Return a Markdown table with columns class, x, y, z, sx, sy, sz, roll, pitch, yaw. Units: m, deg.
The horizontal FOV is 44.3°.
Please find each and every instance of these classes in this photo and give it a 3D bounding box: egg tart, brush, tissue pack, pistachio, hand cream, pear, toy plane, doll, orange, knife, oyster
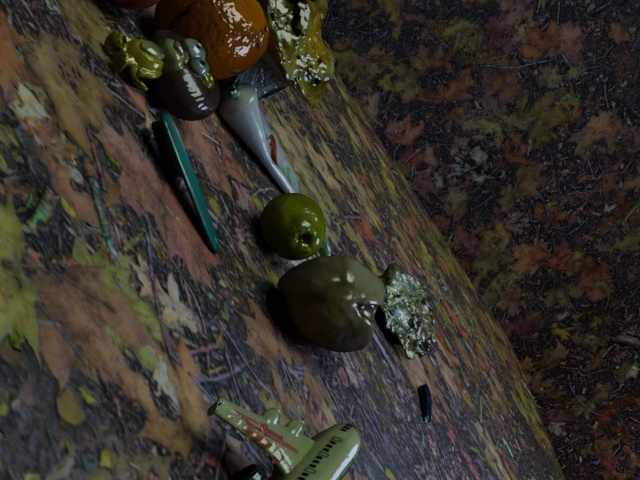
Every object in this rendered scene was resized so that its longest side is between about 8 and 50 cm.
| class | x | y | z | sx | sy | sz | roll | pitch | yaw |
| --- | --- | --- | --- | --- | --- | --- | --- | --- | --- |
| egg tart | -0.039 | -0.388 | 1.458 | 0.297 | 0.132 | 0.297 | -21 | 90 | -77 |
| brush | -0.177 | -0.071 | 1.022 | 0.043 | 0.032 | 0.193 | -46 | 117 | -80 |
| tissue pack | -0.170 | -0.415 | 1.545 | 0.201 | 0.124 | 0.271 | 48 | 17 | -42 |
| pistachio | 0.023 | 0.092 | 1.163 | 0.153 | 0.138 | 0.238 | 28 | -2 | 27 |
| hand cream | -0.097 | -0.171 | 1.456 | 0.336 | 0.076 | 0.121 | 56 | 14 | -43 |
| pear | -0.044 | -0.023 | 1.234 | 0.107 | 0.107 | 0.131 | 51 | 5 | -32 |
| toy plane | -0.020 | 0.241 | 0.762 | 0.242 | 0.104 | 0.256 | 57 | 14 | 1 |
| doll | -0.210 | -0.235 | 1.109 | 0.145 | 0.096 | 0.188 | 53 | 23 | 3 |
| orange | -0.182 | -0.350 | 1.289 | 0.193 | 0.161 | 0.193 | 38 | 22 | -19 |
| knife | 0.212 | 0.329 | 1.581 | 0.031 | 0.018 | 0.121 | 63 | 13 | -16 |
| oyster | 0.184 | 0.150 | 1.714 | 0.198 | 0.092 | 0.259 | 56 | 17 | -1 |
| toy plane | -0.003 | 0.001 | 1.470 | 0.080 | 0.033 | 0.083 | 28 | 41 | -66 |

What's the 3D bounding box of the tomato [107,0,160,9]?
| class | x | y | z | sx | sy | sz | roll | pitch | yaw |
| --- | --- | --- | --- | --- | --- | --- | --- | --- | --- |
| tomato | -0.276 | -0.433 | 1.126 | 0.151 | 0.187 | 0.187 | -15 | 74 | -53 |
